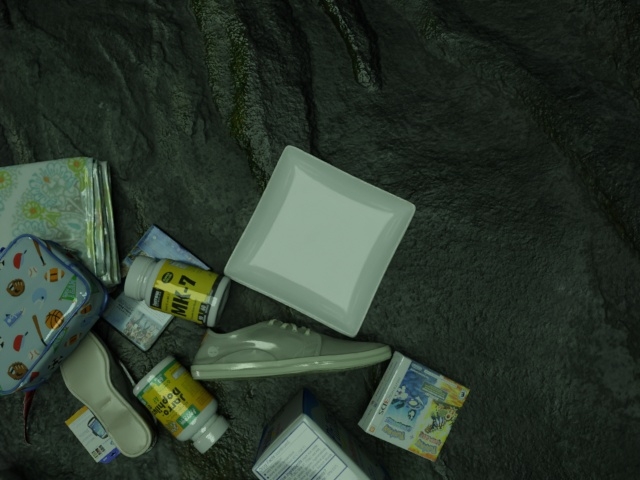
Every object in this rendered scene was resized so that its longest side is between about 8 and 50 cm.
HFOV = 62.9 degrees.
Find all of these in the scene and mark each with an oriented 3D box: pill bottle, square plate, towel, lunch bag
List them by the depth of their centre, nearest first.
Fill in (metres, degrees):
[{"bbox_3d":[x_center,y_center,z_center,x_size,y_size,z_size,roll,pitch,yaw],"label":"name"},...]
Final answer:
[{"bbox_3d":[-0.609,0.142,1.087,0.243,0.115,0.303,36,84,11],"label":"lunch bag"},{"bbox_3d":[-0.317,0.109,1.169,0.208,0.119,0.119,16,85,0],"label":"pill bottle"},{"bbox_3d":[-0.306,0.369,1.170,0.117,0.117,0.208,-44,88,-4],"label":"pill bottle"},{"bbox_3d":[-0.660,-0.016,1.208,0.374,0.090,0.320,-7,82,0],"label":"towel"},{"bbox_3d":[0.000,0.000,1.240,0.344,0.049,0.347,26,85,1],"label":"square plate"}]

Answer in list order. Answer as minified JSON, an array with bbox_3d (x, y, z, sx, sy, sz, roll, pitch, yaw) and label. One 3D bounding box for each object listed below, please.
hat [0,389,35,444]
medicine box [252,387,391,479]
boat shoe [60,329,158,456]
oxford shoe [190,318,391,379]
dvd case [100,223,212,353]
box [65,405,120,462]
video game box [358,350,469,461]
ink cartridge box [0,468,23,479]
[{"bbox_3d":[-0.675,0.313,1.216,0.173,0.183,0.208,33,62,26],"label":"hat"},{"bbox_3d":[0.015,0.483,1.095,0.149,0.263,0.289,-44,88,-5],"label":"medicine box"},{"bbox_3d":[-0.483,0.340,1.192,0.112,0.095,0.335,-35,82,-7],"label":"boat shoe"},{"bbox_3d":[-0.066,0.241,1.172,0.449,0.169,0.130,-2,71,0],"label":"oxford shoe"},{"bbox_3d":[-0.402,0.113,1.237,0.180,0.022,0.253,38,85,1],"label":"dvd case"},{"bbox_3d":[-0.511,0.442,1.206,0.081,0.028,0.136,-39,90,-4],"label":"box"},{"bbox_3d":[0.214,0.377,1.185,0.205,0.048,0.187,29,88,-19],"label":"video game box"},{"bbox_3d":[-0.662,0.657,1.118,0.273,0.114,0.197,38,68,1],"label":"ink cartridge box"}]
